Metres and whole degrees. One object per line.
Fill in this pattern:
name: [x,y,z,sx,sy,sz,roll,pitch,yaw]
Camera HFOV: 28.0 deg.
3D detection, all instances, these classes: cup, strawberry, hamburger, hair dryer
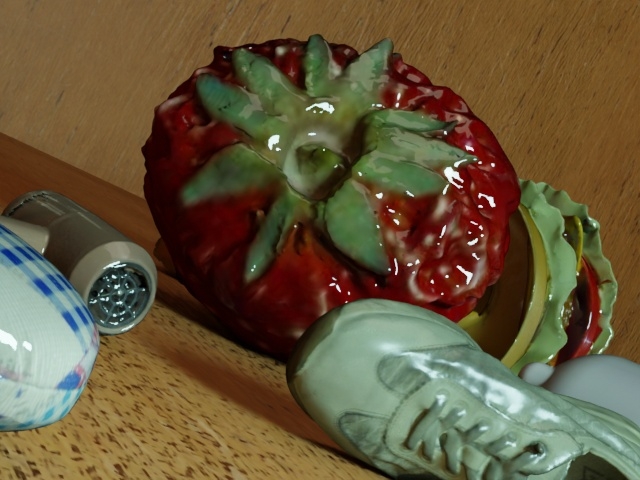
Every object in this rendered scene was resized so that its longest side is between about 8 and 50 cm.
cup: [0.232,0.161,0.997,0.142,0.134,0.173,24,0,43]
strawberry: [0.000,0.000,1.142,0.318,0.295,0.345,10,-34,2]
hamburger: [0.189,0.062,1.391,0.274,0.274,0.212,27,5,43]
hair dryer: [-0.192,0.002,0.746,0.182,0.064,0.117,15,9,-41]

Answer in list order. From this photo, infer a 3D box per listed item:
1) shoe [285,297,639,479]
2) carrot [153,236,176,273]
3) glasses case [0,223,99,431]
shoe: [0.103,0.122,0.763,0.275,0.103,0.098,24,15,-20]
carrot: [-0.133,0.014,1.470,0.067,0.067,0.225,26,3,8]
glasses case: [-0.222,-0.023,0.396,0.328,0.076,0.125,25,2,-15]
